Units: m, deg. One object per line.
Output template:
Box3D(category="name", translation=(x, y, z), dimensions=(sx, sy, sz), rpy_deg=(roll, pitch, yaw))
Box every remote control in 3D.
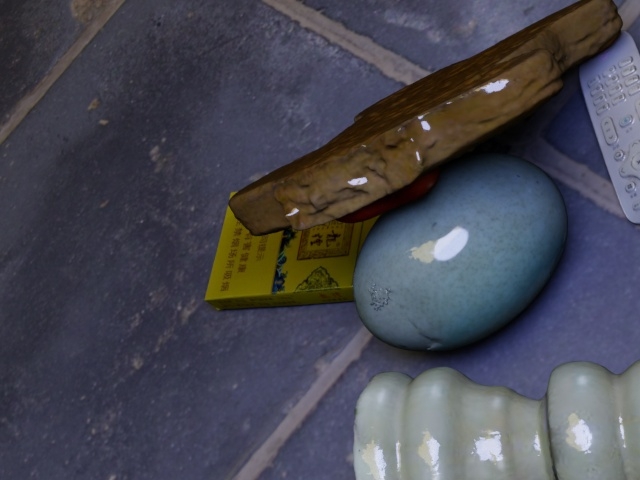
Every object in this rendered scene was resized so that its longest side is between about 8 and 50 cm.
Box3D(category="remote control", translation=(0.325, -0.121, 1.169), dimensions=(0.073, 0.044, 0.229), rpy_deg=(-30, 55, 30))

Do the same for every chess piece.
Box3D(category="chess piece", translation=(0.209, 0.182, 0.992), dimensions=(0.330, 0.182, 0.182), rpy_deg=(-12, 57, 20))

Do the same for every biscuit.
Box3D(category="biscuit", translation=(0.111, -0.115, 1.138), dimensions=(0.368, 0.076, 0.394), rpy_deg=(-24, 10, 32))

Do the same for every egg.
Box3D(category="egg", translation=(0.138, 0.014, 1.123), dimensions=(0.236, 0.169, 0.169), rpy_deg=(-44, 48, 0))

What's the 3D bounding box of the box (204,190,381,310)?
Box3D(category="box", translation=(-0.001, 0.000, 1.315), dimensions=(0.279, 0.041, 0.153), rpy_deg=(-7, 58, 31))
